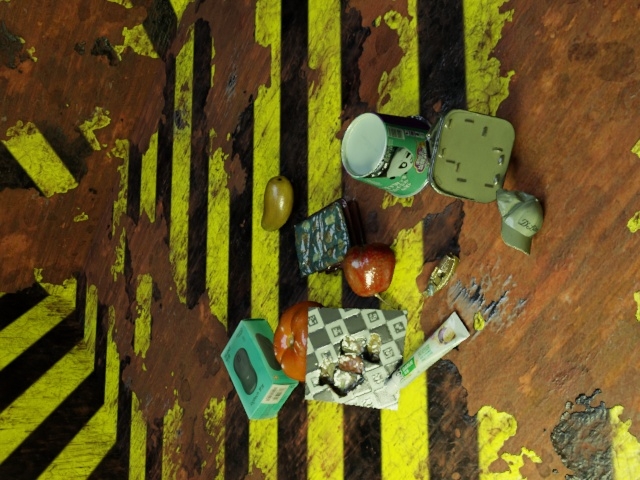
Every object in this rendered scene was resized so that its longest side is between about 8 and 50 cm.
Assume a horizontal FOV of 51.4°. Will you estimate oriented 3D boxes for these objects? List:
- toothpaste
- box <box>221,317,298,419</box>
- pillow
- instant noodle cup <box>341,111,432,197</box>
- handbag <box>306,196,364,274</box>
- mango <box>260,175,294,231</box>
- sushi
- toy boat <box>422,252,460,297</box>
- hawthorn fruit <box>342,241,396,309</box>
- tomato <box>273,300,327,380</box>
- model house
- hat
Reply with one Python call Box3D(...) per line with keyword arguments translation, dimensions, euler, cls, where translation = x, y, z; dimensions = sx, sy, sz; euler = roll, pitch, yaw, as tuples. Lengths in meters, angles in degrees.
Box3D(translation=(0.288, 0.325, 1.838), dimensions=(0.058, 0.056, 0.314), euler=(38, 118, -3), cls="toothpaste")
Box3D(translation=(-0.226, 0.458, 2.393), dimensions=(0.205, 0.118, 0.311), euler=(-56, 46, 27), cls="box")
Box3D(translation=(0.001, 0.001, 2.133), dimensions=(0.256, 0.034, 0.188), euler=(-25, 67, 46), cls="pillow")
Box3D(translation=(0.191, -0.259, 1.929), dimensions=(0.251, 0.190, 0.251), euler=(-11, 76, 50), cls="instant noodle cup")
Box3D(translation=(0.053, -0.011, 2.158), dimensions=(0.203, 0.074, 0.216), euler=(-33, 62, 44), cls="handbag")
Box3D(translation=(-0.161, -0.129, 2.422), dimensions=(0.136, 0.099, 0.227), euler=(45, 126, 40), cls="mango")
Box3D(translation=(0.104, 0.338, 1.974), dimensions=(0.294, 0.059, 0.291), euler=(4, 90, 9), cls="sushi")
Box3D(translation=(0.326, 0.095, 1.821), dimensions=(0.047, 0.049, 0.149), euler=(53, 124, 40), cls="toy boat")
Box3D(translation=(0.150, 0.109, 1.971), dimensions=(0.163, 0.163, 0.203), euler=(-8, 90, 50), cls="hawthorn fruit")
Box3D(translation=(-0.038, 0.324, 2.133), dimensions=(0.260, 0.180, 0.259), euler=(-15, 71, 51), cls="tomato")
Box3D(translation=(0.357, -0.223, 1.770), dimensions=(0.279, 0.205, 0.218), euler=(-139, 61, -79), cls="model house")
Box3D(translation=(0.479, -0.049, 1.597), dimensions=(0.081, 0.122, 0.166), euler=(-39, 31, 55), cls="hat")
